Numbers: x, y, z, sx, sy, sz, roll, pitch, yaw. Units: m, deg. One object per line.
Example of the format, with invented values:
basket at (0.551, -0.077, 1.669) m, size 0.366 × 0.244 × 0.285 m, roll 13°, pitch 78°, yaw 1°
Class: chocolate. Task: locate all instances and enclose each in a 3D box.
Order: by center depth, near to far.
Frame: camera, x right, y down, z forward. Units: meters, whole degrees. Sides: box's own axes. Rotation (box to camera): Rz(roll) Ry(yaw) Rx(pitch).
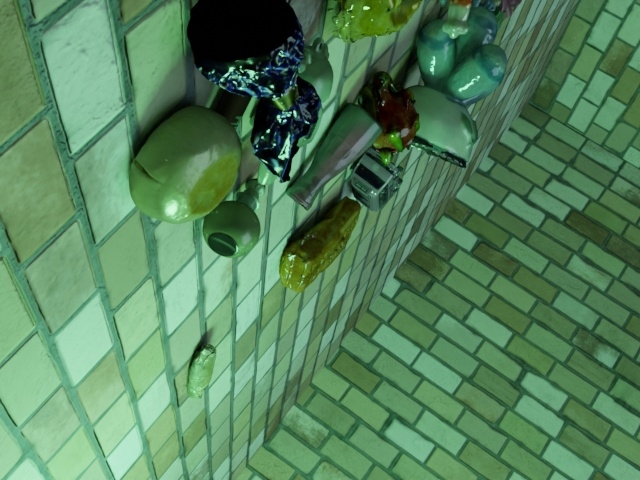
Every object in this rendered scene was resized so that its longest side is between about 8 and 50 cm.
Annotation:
chocolate at (-0.056, -0.183, 1.098) m, size 0.343 × 0.126 × 0.148 m, roll 61°, pitch 28°, yaw -67°

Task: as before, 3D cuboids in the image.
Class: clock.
clock at (0.395, -0.561, 1.983) m, size 0.194 × 0.100 × 0.195 m, roll -53°, pitch 166°, yaw -6°

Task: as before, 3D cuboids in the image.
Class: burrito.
burrito at (-0.245, 0.269, 1.814) m, size 0.058 × 0.045 × 0.188 m, roll -55°, pitch 168°, yaw -39°

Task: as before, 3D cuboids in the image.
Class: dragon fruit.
dragon fruit at (0.124, -0.255, 1.742) m, size 0.138 × 0.142 × 0.175 m, roll -23°, pitch 134°, yaw 9°

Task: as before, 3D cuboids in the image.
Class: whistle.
whistle at (-0.046, -0.190, 1.293) m, size 0.110 × 0.092 × 0.244 m, roll -39°, pitch 158°, yaw -56°

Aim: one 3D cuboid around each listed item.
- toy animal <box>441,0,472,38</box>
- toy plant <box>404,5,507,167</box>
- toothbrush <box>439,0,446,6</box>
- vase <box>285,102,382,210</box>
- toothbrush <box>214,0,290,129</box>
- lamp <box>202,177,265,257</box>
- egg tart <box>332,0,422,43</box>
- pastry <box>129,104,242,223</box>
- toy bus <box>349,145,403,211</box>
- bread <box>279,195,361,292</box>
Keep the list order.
toy animal at (0.240, -0.492, 1.448) m, size 0.282 × 0.138 × 0.140 m, roll -63°, pitch 176°, yaw -2°
toy plant at (0.279, -0.345, 1.879) m, size 0.332 × 0.247 × 0.247 m, roll -64°, pitch 167°, yaw 6°
toothbrush at (0.234, -0.510, 1.687) m, size 0.263 × 0.022 × 0.026 m, roll 37°, pitch 75°, yaw -78°
vase at (0.021, -0.156, 1.668) m, size 0.214 × 0.086 × 0.086 m, roll -51°, pitch 167°, yaw -2°
toothbrush at (-0.093, -0.224, 1.151) m, size 0.364 × 0.041 × 0.041 m, roll -61°, pitch 167°, yaw 19°
lamp at (-0.127, -0.046, 1.405) m, size 0.091 × 0.091 × 0.163 m, roll 111°, pitch 3°, yaw -47°
egg tart at (0.119, -0.412, 1.341) m, size 0.279 × 0.095 × 0.279 m, roll -54°, pitch 169°, yaw -16°
pastry at (-0.168, -0.091, 1.097) m, size 0.156 × 0.092 × 0.156 m, roll -46°, pitch 157°, yaw -25°
toy bus at (0.126, -0.140, 2.054) m, size 0.108 × 0.096 × 0.199 m, roll -50°, pitch 170°, yaw -5°
bread at (0.001, 0.001, 1.984) m, size 0.271 × 0.077 × 0.139 m, roll -45°, pitch 160°, yaw -44°
